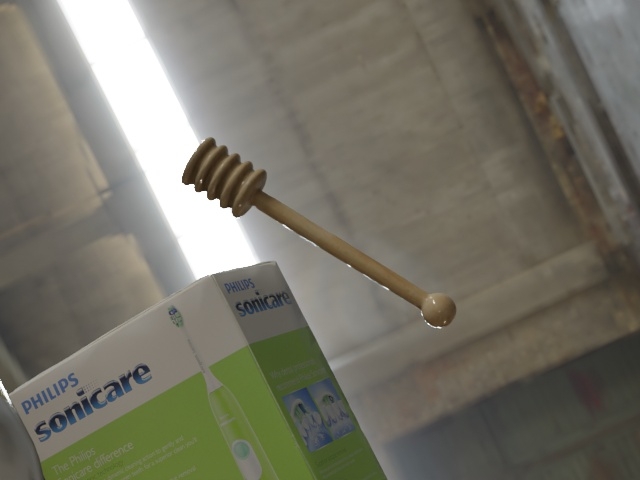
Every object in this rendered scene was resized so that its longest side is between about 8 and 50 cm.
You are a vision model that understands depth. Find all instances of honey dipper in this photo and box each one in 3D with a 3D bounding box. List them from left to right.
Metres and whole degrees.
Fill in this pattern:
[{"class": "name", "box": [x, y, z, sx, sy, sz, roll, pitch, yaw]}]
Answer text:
[{"class": "honey dipper", "box": [0.000, 0.000, 0.750, 0.160, 0.030, 0.030, 33, -178, 9]}]

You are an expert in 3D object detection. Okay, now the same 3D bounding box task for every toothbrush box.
[{"class": "toothbrush box", "box": [-0.074, 0.188, 1.086, 0.283, 0.206, 0.122, 61, -158, 6]}]

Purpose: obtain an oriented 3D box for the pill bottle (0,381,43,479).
[{"class": "pill bottle", "box": [-0.126, 0.044, 0.326, 0.184, 0.103, 0.103, 51, 178, 33]}]
